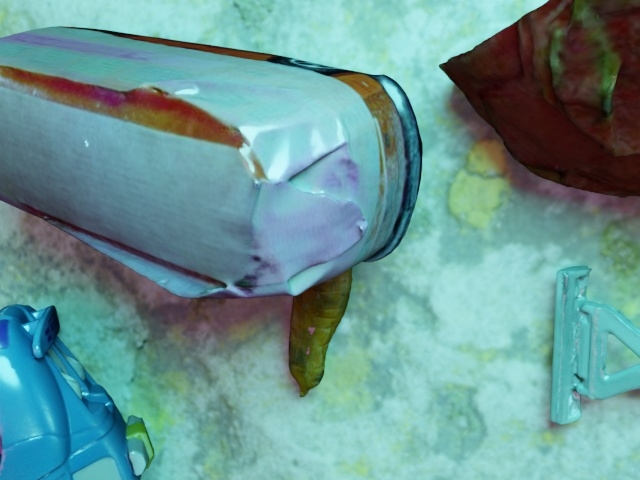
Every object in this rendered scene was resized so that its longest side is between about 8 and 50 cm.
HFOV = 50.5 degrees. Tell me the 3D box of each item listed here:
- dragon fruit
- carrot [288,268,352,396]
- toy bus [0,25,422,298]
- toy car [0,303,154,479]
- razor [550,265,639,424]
[{"bbox_3d":[0.229,-0.083,0.348,0.317,0.205,0.151,-17,95,18],"label":"dragon fruit"},{"bbox_3d":[0.000,0.000,0.506,0.059,0.059,0.247,7,105,14],"label":"carrot"},{"bbox_3d":[-0.094,-0.059,0.439,0.303,0.147,0.127,19,119,32],"label":"toy bus"},{"bbox_3d":[-0.215,0.201,0.545,0.166,0.198,0.314,-19,97,-14],"label":"toy car"},{"bbox_3d":[0.296,0.079,0.434,0.278,0.056,0.110,2,99,15],"label":"razor"}]
